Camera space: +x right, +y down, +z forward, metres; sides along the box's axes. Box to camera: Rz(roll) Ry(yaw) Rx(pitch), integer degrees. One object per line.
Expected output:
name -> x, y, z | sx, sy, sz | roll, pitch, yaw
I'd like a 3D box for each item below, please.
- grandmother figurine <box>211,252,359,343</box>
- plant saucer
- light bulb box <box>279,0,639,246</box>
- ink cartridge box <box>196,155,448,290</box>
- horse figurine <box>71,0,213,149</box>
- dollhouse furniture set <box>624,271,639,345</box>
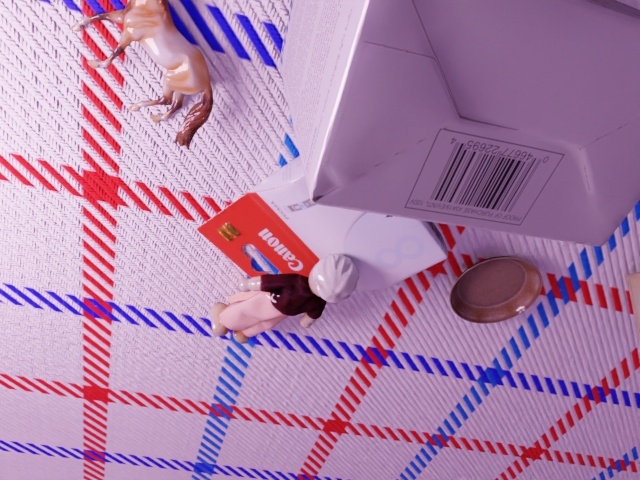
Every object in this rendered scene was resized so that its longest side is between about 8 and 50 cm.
grandmother figurine -> -0.074, 0.114, 0.970 | 0.342, 0.104, 0.208 | -25, 148, 31
plant saucer -> 0.377, 0.102, 1.057 | 0.198, 0.036, 0.199 | -1, 129, -1
light bulb box -> 0.155, -0.208, 0.563 | 0.358, 0.361, 0.225 | 8, 127, -16
ink cartridge box -> 0.000, 0.000, 0.928 | 0.385, 0.091, 0.308 | -31, 123, 19
horse figurine -> -0.244, -0.269, 0.721 | 0.174, 0.066, 0.263 | -22, 124, 22
dollhouse furniture set -> 0.796, 0.150, 1.031 | 0.242, 0.161, 0.212 | 7, 161, -21
